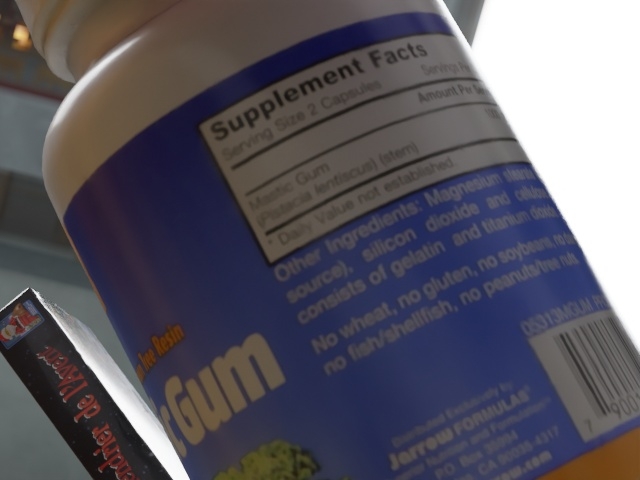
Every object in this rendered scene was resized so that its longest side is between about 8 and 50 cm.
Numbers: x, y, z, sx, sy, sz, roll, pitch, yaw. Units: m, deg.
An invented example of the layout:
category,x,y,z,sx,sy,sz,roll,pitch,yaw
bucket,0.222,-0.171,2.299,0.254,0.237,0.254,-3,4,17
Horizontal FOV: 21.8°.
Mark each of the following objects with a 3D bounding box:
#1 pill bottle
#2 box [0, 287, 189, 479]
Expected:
category,x,y,z,sx,sy,sz,roll,pitch,yaw
pill bottle,0.000,0.000,0.558,0.272,0.152,0.152,61,22,13
box,-0.133,0.148,1.168,0.233,0.044,0.159,51,-3,15
